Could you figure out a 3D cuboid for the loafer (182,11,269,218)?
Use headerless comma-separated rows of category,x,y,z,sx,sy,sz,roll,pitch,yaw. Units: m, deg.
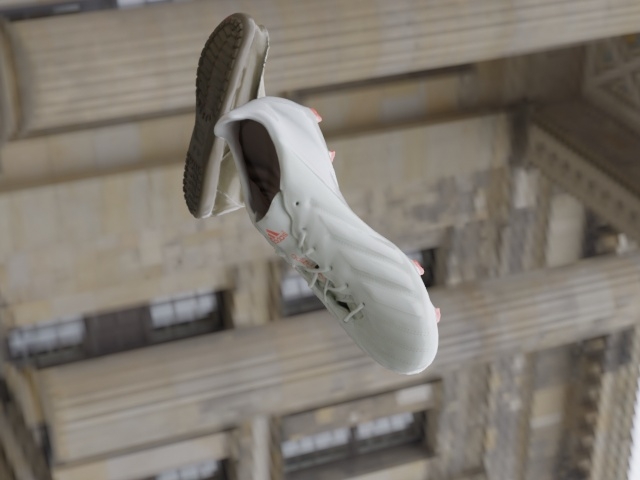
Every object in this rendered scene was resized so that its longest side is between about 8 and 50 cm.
loafer,-0.056,-0.083,1.063,0.056,0.050,0.148,57,-42,49

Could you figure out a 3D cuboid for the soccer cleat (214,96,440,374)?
soccer cleat,0.000,0.000,0.961,0.068,0.076,0.196,-42,-108,37
